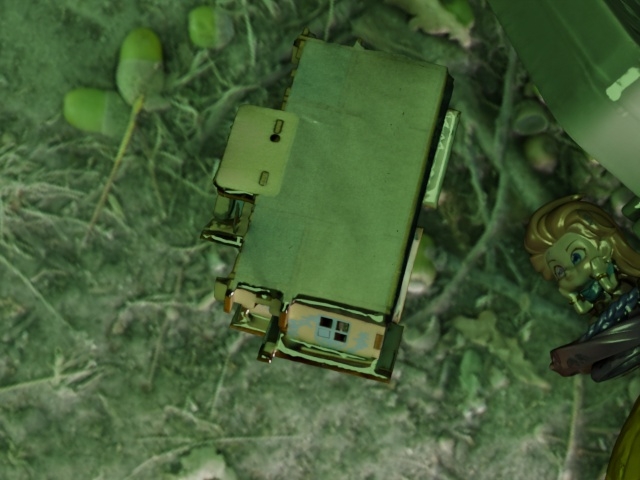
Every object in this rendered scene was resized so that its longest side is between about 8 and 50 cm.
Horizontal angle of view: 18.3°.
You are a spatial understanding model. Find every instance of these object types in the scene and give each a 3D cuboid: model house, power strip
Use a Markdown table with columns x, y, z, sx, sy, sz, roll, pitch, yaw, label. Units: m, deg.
| x | y | z | sx | sy | sz | roll | pitch | yaw | label |
| --- | --- | --- | --- | --- | --- | --- | --- | --- | --- |
| 0.000 | 0.000 | 1.553 | 0.178 | 0.206 | 0.271 | 11 | 60 | 3 | model house |
| 0.240 | -0.088 | 1.510 | 0.261 | 0.229 | 0.141 | 34 | 110 | -33 | power strip |

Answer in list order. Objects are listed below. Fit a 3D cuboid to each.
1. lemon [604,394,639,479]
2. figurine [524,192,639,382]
| x | y | z | sx | sy | sz | roll | pitch | yaw | label |
| --- | --- | --- | --- | --- | --- | --- | --- | --- | --- |
| 0.349 | 0.210 | 1.486 | 0.297 | 0.297 | 0.297 | 0 | 94 | 4 | lemon |
| 0.224 | 0.039 | 1.577 | 0.114 | 0.126 | 0.157 | 4 | 53 | -27 | figurine |
